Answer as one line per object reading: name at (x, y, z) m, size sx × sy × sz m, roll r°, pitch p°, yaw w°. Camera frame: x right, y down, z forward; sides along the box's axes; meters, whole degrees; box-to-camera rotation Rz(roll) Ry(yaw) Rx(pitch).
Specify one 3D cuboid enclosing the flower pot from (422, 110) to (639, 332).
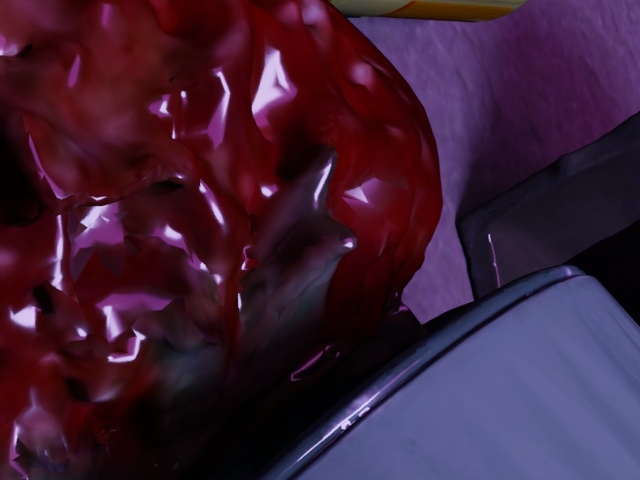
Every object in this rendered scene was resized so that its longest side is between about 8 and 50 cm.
flower pot at (0.210, 0.076, 1.097) m, size 0.379 × 0.251 × 0.379 m, roll 27°, pitch 55°, yaw -48°

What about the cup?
cup at (0.126, 0.212, 0.644) m, size 0.401 × 0.310 × 0.392 m, roll -38°, pitch 74°, yaw -26°

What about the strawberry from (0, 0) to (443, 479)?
strawberry at (-0.141, -0.036, 0.693) m, size 0.317 × 0.295 × 0.345 m, roll -27°, pitch 66°, yaw -36°

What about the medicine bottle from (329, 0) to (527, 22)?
medicine bottle at (0.032, -0.182, 1.063) m, size 0.239 × 0.124 × 0.124 m, roll -8°, pitch 85°, yaw -53°
